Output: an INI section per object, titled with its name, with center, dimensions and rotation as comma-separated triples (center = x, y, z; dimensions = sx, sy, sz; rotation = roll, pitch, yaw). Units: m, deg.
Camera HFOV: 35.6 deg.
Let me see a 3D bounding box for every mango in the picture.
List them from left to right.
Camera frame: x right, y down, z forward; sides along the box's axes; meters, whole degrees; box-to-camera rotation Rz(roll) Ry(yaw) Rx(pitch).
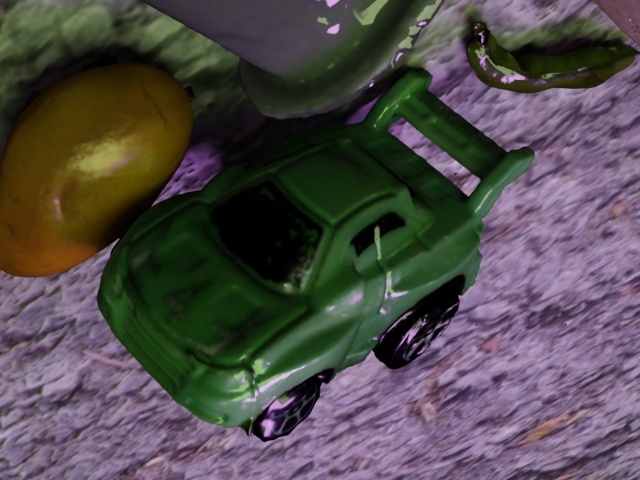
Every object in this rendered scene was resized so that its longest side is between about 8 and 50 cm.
[mango]
center = -0.199, -0.053, 0.811
dimensions = 0.227, 0.109, 0.147
rotation = -43, 160, 20

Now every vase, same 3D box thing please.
[vase]
center = -0.079, -0.235, 0.590
dimensions = 0.291, 0.245, 0.245
rotation = 24, 120, -35

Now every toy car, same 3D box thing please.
[toy car]
center = 0.000, 0.000, 0.830
dimensions = 0.359, 0.213, 0.176
rotation = -25, 149, -40

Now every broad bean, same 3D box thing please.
[broad bean]
center = 0.215, -0.164, 0.937
dimensions = 0.195, 0.046, 0.061
rotation = 3, 135, -26

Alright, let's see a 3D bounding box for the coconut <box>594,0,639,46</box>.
[coconut]
center = 0.339, -0.276, 0.700
dimensions = 0.353, 0.352, 0.352
rotation = -13, 138, -12
